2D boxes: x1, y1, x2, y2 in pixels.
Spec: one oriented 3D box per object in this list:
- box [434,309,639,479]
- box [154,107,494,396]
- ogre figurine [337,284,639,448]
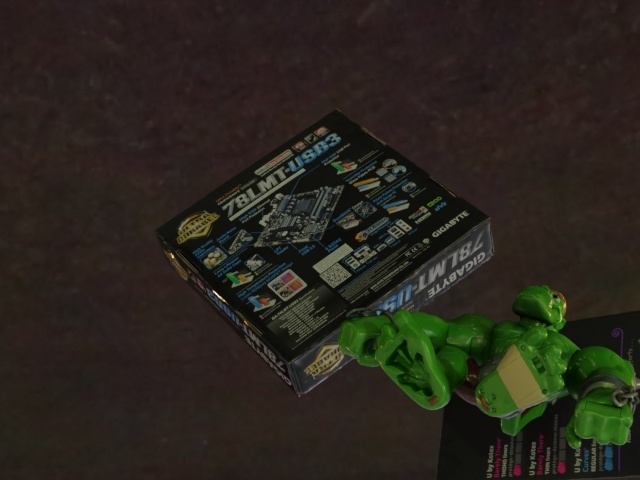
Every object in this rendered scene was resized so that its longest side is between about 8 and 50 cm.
[{"bbox_3d":[0.251,0.155,0.862,0.270,0.143,0.165,-13,144,36],"label":"box"},{"bbox_3d":[0.000,0.000,1.264,0.295,0.293,0.073,-35,137,-19],"label":"box"},{"bbox_3d":[0.118,0.080,0.687,0.197,0.097,0.118,-10,175,36],"label":"ogre figurine"}]
